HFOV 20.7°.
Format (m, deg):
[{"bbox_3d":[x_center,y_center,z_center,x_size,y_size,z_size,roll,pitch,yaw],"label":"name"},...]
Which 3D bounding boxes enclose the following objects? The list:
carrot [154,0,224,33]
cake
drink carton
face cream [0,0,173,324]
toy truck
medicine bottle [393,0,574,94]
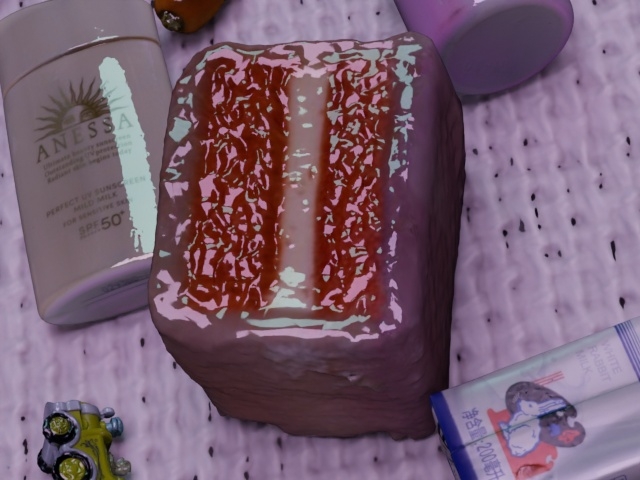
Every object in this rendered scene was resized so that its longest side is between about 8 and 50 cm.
[{"bbox_3d":[-0.096,-0.296,1.782,0.067,0.067,0.225,25,67,24],"label":"carrot"},{"bbox_3d":[0.000,0.000,1.498,0.237,0.230,0.309,-1,61,14],"label":"cake"},{"bbox_3d":[0.258,0.142,1.431,0.315,0.106,0.130,-21,60,0],"label":"drink carton"},{"bbox_3d":[-0.216,-0.095,1.684,0.173,0.081,0.348,-19,59,8],"label":"face cream"},{"bbox_3d":[-0.206,0.188,1.532,0.077,0.076,0.111,-6,59,-19],"label":"toy truck"},{"bbox_3d":[0.130,-0.276,1.670,0.152,0.152,0.254,-21,60,0],"label":"medicine bottle"}]
